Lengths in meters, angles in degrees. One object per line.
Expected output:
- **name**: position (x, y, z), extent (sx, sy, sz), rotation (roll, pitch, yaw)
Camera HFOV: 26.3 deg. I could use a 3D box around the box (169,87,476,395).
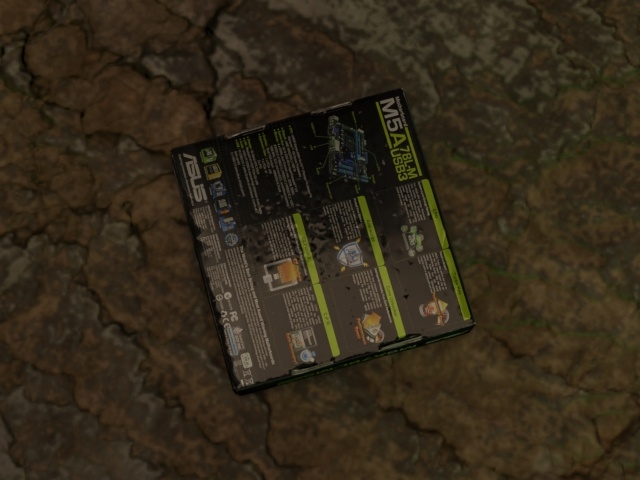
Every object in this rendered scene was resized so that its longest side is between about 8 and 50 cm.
- **box**: position (0.000, 0.000, 1.013), extent (0.184, 0.045, 0.190), rotation (-16, 78, -7)
